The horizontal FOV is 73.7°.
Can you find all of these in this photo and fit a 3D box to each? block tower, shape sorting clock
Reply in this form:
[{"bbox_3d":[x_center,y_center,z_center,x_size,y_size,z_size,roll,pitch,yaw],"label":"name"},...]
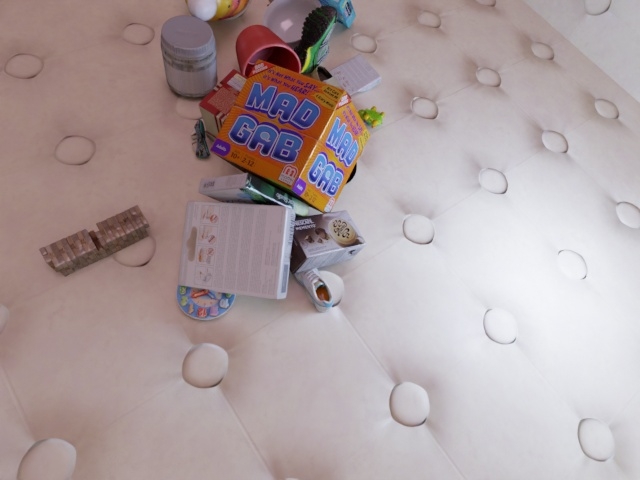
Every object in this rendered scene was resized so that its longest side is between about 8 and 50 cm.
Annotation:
[{"bbox_3d":[-0.769,0.002,1.488,0.336,0.097,0.090,-30,73,-21],"label":"block tower"},{"bbox_3d":[-0.401,0.181,1.502,0.207,0.040,0.206,5,63,-10],"label":"shape sorting clock"}]

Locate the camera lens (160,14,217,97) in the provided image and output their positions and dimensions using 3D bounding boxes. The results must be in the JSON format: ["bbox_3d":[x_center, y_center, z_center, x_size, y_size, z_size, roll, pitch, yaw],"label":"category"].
[{"bbox_3d":[-0.552,-0.768,1.811,0.220,0.274,0.219,5,63,-9],"label":"camera lens"}]

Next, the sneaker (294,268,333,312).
[{"bbox_3d":[-0.022,0.149,1.567,0.088,0.092,0.228,-29,71,-21],"label":"sneaker"}]

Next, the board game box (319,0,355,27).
[{"bbox_3d":[0.033,-1.210,2.138,0.254,0.336,0.079,32,105,5],"label":"board game box"}]

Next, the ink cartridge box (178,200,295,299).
[{"bbox_3d":[-0.290,0.027,1.468,0.386,0.091,0.307,5,88,19],"label":"ink cartridge box"}]

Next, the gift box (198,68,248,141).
[{"bbox_3d":[-0.300,-0.496,1.735,0.255,0.258,0.276,39,71,9],"label":"gift box"}]

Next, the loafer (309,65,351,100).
[{"bbox_3d":[0.047,-0.722,2.014,0.102,0.092,0.268,-38,75,-22],"label":"loafer"}]

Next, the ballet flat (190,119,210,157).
[{"bbox_3d":[-0.507,-0.422,1.771,0.070,0.070,0.188,-9,63,-16],"label":"ballet flat"}]

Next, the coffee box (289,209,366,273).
[{"bbox_3d":[0.000,0.000,1.578,0.298,0.119,0.168,-11,63,-39],"label":"coffee box"}]

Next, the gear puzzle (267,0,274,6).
[{"bbox_3d":[-0.201,-1.332,2.294,0.176,0.044,0.338,23,62,0],"label":"gear puzzle"}]

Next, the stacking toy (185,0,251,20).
[{"bbox_3d":[-0.494,-1.085,1.884,0.352,0.350,0.479,9,46,-7],"label":"stacking toy"}]

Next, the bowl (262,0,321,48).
[{"bbox_3d":[-0.124,-1.050,2.095,0.299,0.134,0.297,-3,73,11],"label":"bowl"}]

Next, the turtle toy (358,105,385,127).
[{"bbox_3d":[0.233,-0.575,1.995,0.130,0.066,0.095,36,61,8],"label":"turtle toy"}]

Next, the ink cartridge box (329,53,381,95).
[{"bbox_3d":[0.157,-0.801,2.113,0.225,0.056,0.180,-34,74,-5],"label":"ink cartridge box"}]

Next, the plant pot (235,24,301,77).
[{"bbox_3d":[-0.254,-0.816,1.918,0.275,0.274,0.243,-15,58,-18],"label":"plant pot"}]

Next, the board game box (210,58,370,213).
[{"bbox_3d":[-0.091,-0.354,1.540,0.357,0.356,0.356,27,90,22],"label":"board game box"}]

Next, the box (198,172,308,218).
[{"bbox_3d":[-0.229,-0.146,1.508,0.322,0.233,0.058,22,73,-51],"label":"box"}]

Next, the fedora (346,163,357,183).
[{"bbox_3d":[0.021,-0.386,1.808,0.335,0.152,0.333,5,63,-10],"label":"fedora"}]

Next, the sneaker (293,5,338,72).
[{"bbox_3d":[-0.014,-0.922,1.968,0.147,0.343,0.134,-19,73,-37],"label":"sneaker"}]
